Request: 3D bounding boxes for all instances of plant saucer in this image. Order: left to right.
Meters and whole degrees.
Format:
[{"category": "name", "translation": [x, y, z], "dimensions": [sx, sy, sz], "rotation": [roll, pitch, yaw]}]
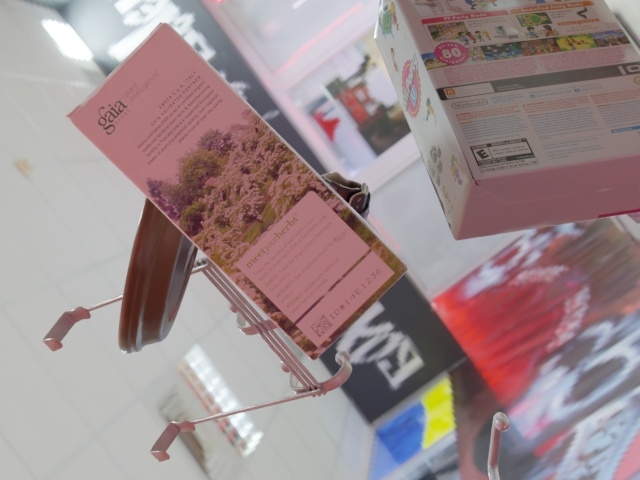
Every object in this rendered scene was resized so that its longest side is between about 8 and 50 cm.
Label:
[{"category": "plant saucer", "translation": [-0.141, -0.020, 1.089], "dimensions": [0.041, 0.277, 0.278], "rotation": [15, -169, -2]}]

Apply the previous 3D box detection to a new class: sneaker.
[{"category": "sneaker", "translation": [-0.001, -0.001, 1.609], "dimensions": [0.086, 0.226, 0.163], "rotation": [24, 138, 21]}]

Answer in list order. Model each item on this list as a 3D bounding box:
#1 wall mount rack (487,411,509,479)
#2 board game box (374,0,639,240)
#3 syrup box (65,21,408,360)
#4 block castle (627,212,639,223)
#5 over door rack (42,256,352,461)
[{"category": "wall mount rack", "translation": [0.312, 0.307, 1.252], "dimensions": [0.304, 0.350, 0.130], "rotation": [-86, -1, -70]}, {"category": "board game box", "translation": [0.203, -0.156, 1.125], "dimensions": [0.097, 0.224, 0.303], "rotation": [96, 163, -51]}, {"category": "syrup box", "translation": [-0.055, -0.035, 0.775], "dimensions": [0.237, 0.093, 0.096], "rotation": [45, -177, -3]}, {"category": "block castle", "translation": [0.593, -0.115, 1.487], "dimensions": [0.303, 0.212, 0.453], "rotation": [0, 164, 41]}, {"category": "over door rack", "translation": [-0.150, 0.122, 1.379], "dimensions": [0.239, 0.324, 0.108], "rotation": [51, -147, -20]}]
